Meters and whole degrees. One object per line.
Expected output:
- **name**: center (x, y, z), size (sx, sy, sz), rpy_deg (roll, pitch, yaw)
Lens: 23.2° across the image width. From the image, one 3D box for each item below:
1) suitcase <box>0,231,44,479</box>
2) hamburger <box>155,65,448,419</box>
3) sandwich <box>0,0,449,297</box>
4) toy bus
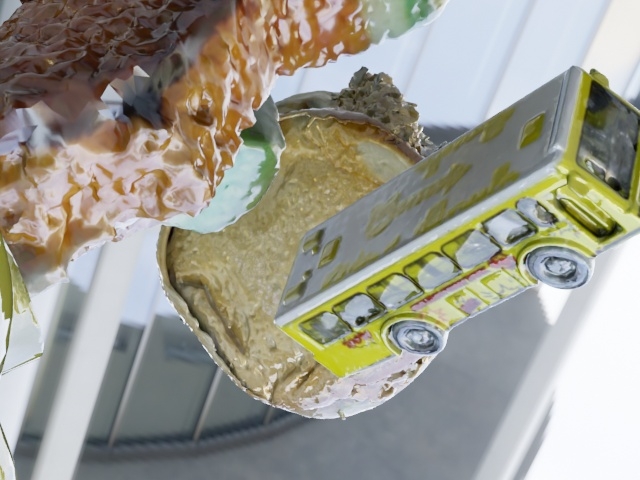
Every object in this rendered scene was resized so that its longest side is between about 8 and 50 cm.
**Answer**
- **suitcase**: center (-0.184, -0.012, 0.464), size (0.143, 0.193, 0.235), rpy_deg (-25, -142, -20)
- **hamburger**: center (0.000, 0.000, 1.230), size (0.243, 0.286, 0.146), rpy_deg (8, -178, 8)
- **sandwich**: center (-0.081, -0.071, 0.779), size (0.250, 0.162, 0.301), rpy_deg (9, -137, 32)
- **toy bus**: center (0.073, -0.004, 0.798), size (0.074, 0.226, 0.081), rpy_deg (38, -131, -21)
